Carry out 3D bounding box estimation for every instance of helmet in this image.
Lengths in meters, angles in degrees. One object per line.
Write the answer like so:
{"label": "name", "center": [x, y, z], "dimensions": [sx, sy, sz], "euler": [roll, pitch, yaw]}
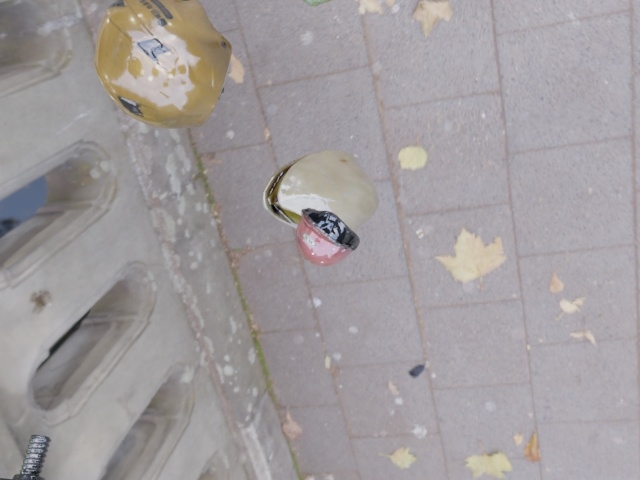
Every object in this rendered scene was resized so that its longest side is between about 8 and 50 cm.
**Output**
{"label": "helmet", "center": [-0.001, 0.001, 0.683], "dimensions": [0.065, 0.084, 0.049], "euler": [47, 110, 23]}
{"label": "helmet", "center": [-0.243, -0.257, 0.932], "dimensions": [0.224, 0.130, 0.198], "euler": [43, 121, 13]}

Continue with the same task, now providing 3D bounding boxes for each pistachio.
{"label": "pistachio", "center": [0.007, -0.078, 1.139], "dimensions": [0.138, 0.238, 0.153], "euler": [-10, 93, 47]}

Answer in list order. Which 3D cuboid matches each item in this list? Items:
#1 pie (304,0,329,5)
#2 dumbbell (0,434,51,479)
{"label": "pie", "center": [0.097, -0.474, 1.025], "dimensions": [0.323, 0.323, 0.070], "euler": [-22, 121, 22]}
{"label": "dumbbell", "center": [-0.213, 0.234, 0.429], "dimensions": [0.099, 0.208, 0.099], "euler": [4, 151, 2]}
